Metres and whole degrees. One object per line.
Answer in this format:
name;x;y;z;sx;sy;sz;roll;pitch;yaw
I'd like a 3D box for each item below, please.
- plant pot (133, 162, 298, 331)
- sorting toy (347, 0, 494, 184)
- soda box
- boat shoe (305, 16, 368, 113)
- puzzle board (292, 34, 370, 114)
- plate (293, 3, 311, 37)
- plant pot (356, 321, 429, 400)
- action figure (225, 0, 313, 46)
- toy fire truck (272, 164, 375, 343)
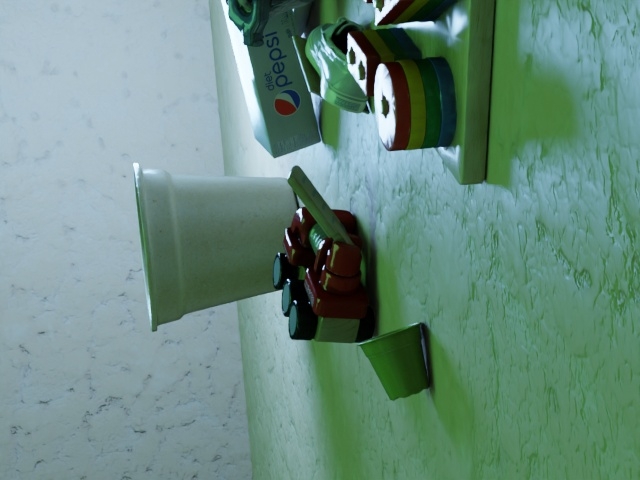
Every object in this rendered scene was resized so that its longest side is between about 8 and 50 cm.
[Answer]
plant pot;-0.202;-0.004;2.441;0.334;0.305;0.334;173;90;-80
sorting toy;0.089;-0.219;1.228;0.255;0.089;0.257;-113;20;-60
soda box;-0.082;-0.285;2.005;0.098;0.091;0.286;-130;23;-54
boat shoe;0.036;-0.246;1.618;0.227;0.079;0.081;-103;35;-58
puzzle board;0.013;-0.225;1.677;0.011;0.096;0.128;-51;36;31
plate;-0.054;-0.469;2.052;0.278;0.045;0.277;112;149;-70
plant pot;0.096;0.149;1.491;0.083;0.083;0.079;142;109;-79
action figure;-0.062;-0.473;1.770;0.330;0.178;0.341;49;140;42
toy fire truck;0.000;0.000;1.785;0.217;0.158;0.246;-111;29;-59
